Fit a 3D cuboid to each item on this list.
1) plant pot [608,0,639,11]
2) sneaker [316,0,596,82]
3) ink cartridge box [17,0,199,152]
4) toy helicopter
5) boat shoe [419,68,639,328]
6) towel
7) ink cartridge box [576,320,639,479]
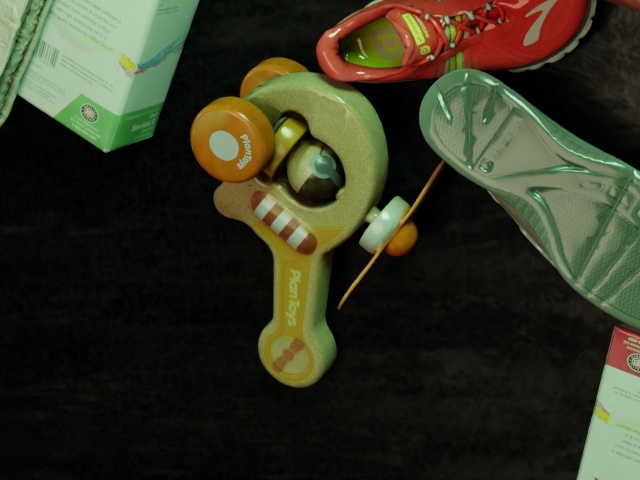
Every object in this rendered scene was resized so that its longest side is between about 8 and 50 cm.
[{"bbox_3d":[0.193,-0.339,1.257,0.243,0.275,0.275,18,112,36],"label":"plant pot"},{"bbox_3d":[0.120,-0.190,1.415,0.279,0.118,0.107,-13,97,34],"label":"sneaker"},{"bbox_3d":[-0.229,-0.227,1.640,0.154,0.093,0.212,33,121,20],"label":"ink cartridge box"},{"bbox_3d":[0.000,0.000,1.563,0.235,0.140,0.355,15,122,19],"label":"toy helicopter"},{"bbox_3d":[0.229,-0.038,1.412,0.320,0.103,0.118,39,101,11],"label":"boat shoe"},{"bbox_3d":[-0.375,-0.257,1.650,0.187,0.049,0.282,43,124,24],"label":"towel"},{"bbox_3d":[0.320,0.169,1.416,0.127,0.072,0.175,21,113,26],"label":"ink cartridge box"}]
